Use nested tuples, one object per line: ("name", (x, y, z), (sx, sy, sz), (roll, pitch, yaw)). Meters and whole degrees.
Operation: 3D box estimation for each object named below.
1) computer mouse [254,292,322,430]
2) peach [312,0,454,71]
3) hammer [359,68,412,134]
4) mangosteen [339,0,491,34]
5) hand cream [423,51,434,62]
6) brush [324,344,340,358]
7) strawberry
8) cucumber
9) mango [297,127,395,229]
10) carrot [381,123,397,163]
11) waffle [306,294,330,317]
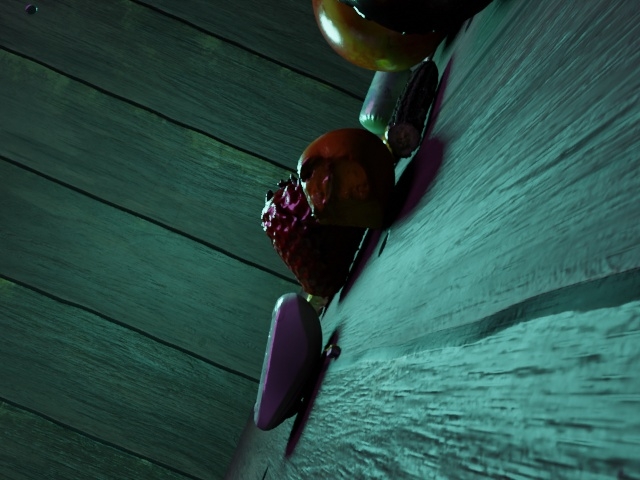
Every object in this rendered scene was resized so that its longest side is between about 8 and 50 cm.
("computer mouse", (-0.063, 0.262, 1.637), (0.184, 0.121, 0.297), (125, 154, -69))
("peach", (0.163, -0.587, 1.790), (0.388, 0.388, 0.388), (-157, 90, -87))
("hammer", (0.188, -0.378, 2.226), (0.335, 0.118, 0.207), (86, -154, -81))
("mangosteen", (0.175, -0.555, 1.247), (0.421, 0.381, 0.381), (-56, 4, 5))
("hand cream", (0.295, -0.525, 2.008), (0.061, 0.039, 0.143), (-83, 12, -73))
("brush", (0.020, 0.212, 1.443), (0.083, 0.018, 0.021), (128, 155, -73))
("strawberry", (-0.014, -0.011, 1.729), (0.150, 0.253, 0.280), (-138, 68, -70))
("cucumber", (0.192, -0.278, 1.567), (0.077, 0.077, 0.265), (116, 177, -48))
("mango", (0.070, -0.114, 1.522), (0.199, 0.201, 0.350), (-48, -11, 12))
("carrot", (0.156, -0.191, 1.793), (0.062, 0.066, 0.271), (-20, -25, -25))
("waffle", (0.038, 0.050, 2.015), (0.221, 0.055, 0.248), (-70, 4, -45))
